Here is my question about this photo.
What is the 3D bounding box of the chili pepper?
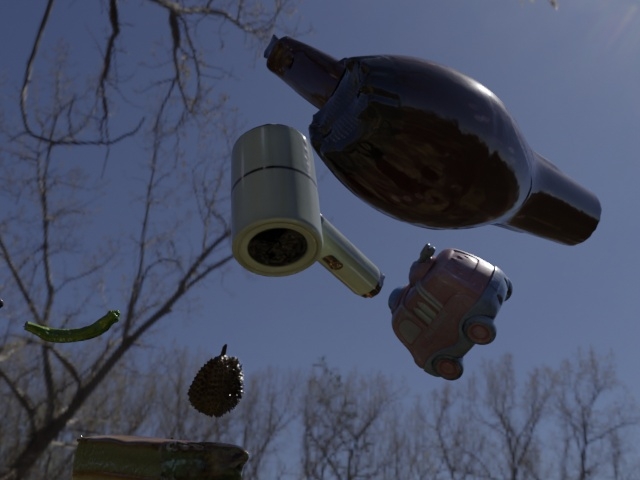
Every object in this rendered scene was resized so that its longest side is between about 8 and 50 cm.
[{"bbox_3d":[-0.222,0.078,0.683,0.083,0.030,0.017,-12,13,-15],"label":"chili pepper"}]

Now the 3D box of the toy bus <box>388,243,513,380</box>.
[{"bbox_3d":[0.279,0.151,1.716,0.232,0.197,0.294,34,-50,4],"label":"toy bus"}]

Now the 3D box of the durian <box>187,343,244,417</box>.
[{"bbox_3d":[-0.168,0.255,1.329,0.110,0.140,0.071,1,17,-45],"label":"durian"}]

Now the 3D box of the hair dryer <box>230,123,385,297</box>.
[{"bbox_3d":[0.000,0.000,1.168,0.128,0.203,0.362,-27,-45,22],"label":"hair dryer"}]

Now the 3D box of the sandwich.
[{"bbox_3d":[-0.216,0.328,0.966,0.228,0.155,0.198,6,-16,-9],"label":"sandwich"}]

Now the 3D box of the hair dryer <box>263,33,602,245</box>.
[{"bbox_3d":[0.067,-0.114,0.701,0.313,0.340,0.123,16,-71,-43],"label":"hair dryer"}]

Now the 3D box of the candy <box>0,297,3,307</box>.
[{"bbox_3d":[-0.559,0.153,0.975,0.088,0.312,0.061,12,-42,49],"label":"candy"}]
